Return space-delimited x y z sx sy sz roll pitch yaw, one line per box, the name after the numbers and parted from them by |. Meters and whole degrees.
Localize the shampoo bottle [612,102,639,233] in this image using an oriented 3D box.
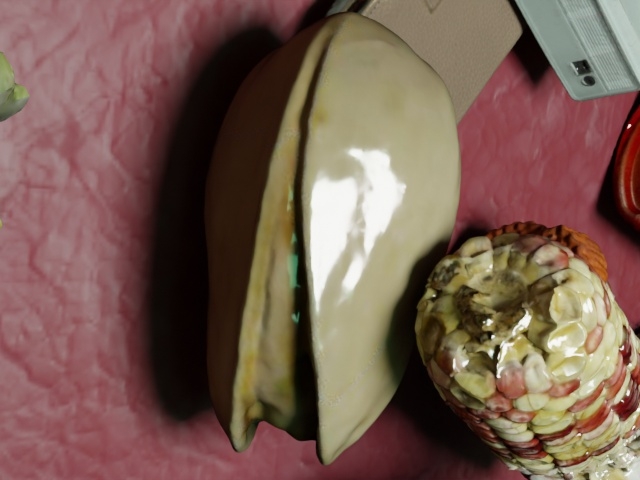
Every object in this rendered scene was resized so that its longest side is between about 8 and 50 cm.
0.336 -0.003 0.894 0.314 0.076 0.118 31 65 -41 | shampoo bottle

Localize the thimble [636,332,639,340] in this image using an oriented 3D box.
0.317 0.170 0.864 0.245 0.157 0.217 40 73 -38 | thimble

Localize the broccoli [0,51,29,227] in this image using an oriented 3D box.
-0.243 -0.022 0.311 0.324 0.272 0.334 13 83 -81 | broccoli

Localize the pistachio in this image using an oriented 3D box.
0.000 0.000 0.573 0.136 0.136 0.226 9 92 -41 | pistachio

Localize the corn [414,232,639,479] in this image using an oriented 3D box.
0.132 0.090 0.619 0.098 0.098 0.290 -59 145 -14 | corn

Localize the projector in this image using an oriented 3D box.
0.164 -0.178 0.701 0.147 0.061 0.115 51 47 -36 | projector

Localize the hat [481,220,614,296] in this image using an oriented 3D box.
0.153 0.055 0.746 0.112 0.093 0.162 -47 137 10 | hat

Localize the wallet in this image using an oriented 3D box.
0.064 -0.127 0.662 0.153 0.039 0.118 -51 129 -25 | wallet
